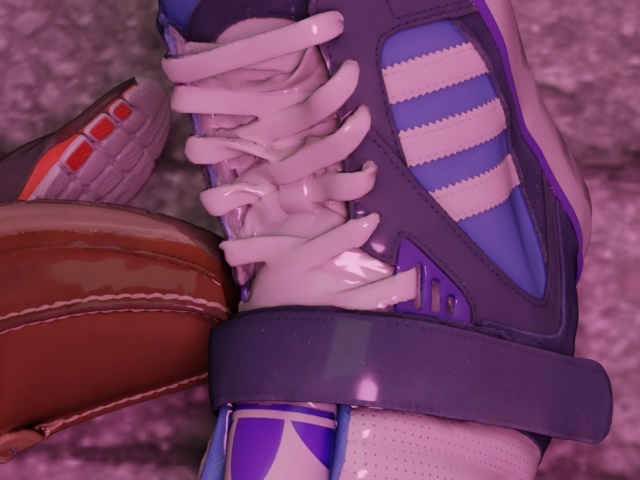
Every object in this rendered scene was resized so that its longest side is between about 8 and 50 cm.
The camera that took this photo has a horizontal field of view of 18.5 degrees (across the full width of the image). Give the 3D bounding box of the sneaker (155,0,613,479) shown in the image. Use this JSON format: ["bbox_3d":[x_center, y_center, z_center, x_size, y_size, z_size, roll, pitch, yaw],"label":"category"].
[{"bbox_3d":[0.000,0.000,0.776,0.130,0.323,0.236,-6,47,35],"label":"sneaker"}]

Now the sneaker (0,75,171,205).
[{"bbox_3d":[-0.143,-0.031,0.979,0.065,0.061,0.158,32,69,34],"label":"sneaker"}]

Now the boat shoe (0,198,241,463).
[{"bbox_3d":[-0.186,0.071,0.889,0.324,0.122,0.120,-10,53,16],"label":"boat shoe"}]
